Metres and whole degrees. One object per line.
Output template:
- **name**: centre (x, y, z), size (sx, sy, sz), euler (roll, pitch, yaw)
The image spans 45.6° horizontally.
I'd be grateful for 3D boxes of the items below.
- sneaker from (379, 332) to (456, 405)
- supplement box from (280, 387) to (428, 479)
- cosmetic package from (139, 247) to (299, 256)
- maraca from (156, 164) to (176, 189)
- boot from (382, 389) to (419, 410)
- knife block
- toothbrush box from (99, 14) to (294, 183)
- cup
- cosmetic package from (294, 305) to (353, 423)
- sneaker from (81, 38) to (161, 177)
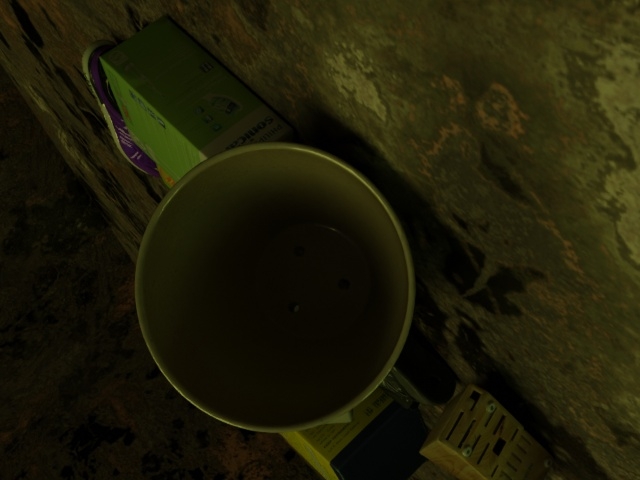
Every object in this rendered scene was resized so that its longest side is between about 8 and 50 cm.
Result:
- **sneaker**: centre (0.096, 0.164, 1.172), size (0.227, 0.087, 0.130), euler (46, 156, -5)
- **supplement box**: centre (0.025, 0.348, 1.545), size (0.357, 0.194, 0.195), euler (32, 155, 46)
- **cosmetic package**: centre (-0.150, 0.046, 1.304), size (0.138, 0.225, 0.224), euler (41, 160, 33)
- **maraca**: centre (-0.231, -0.154, 1.287), size (0.185, 0.127, 0.099), euler (54, -165, 11)
- **boot**: centre (0.117, 0.221, 1.285), size (0.137, 0.077, 0.198), euler (40, 173, 17)
- **knife block**: centre (0.192, 0.282, 1.093), size (0.276, 0.088, 0.242), euler (44, 160, -32)
- **toothbrush box**: centre (-0.171, -0.155, 1.115), size (0.283, 0.122, 0.206), euler (44, 161, 21)
- **cup**: centre (-0.033, 0.056, 0.975), size (0.331, 0.331, 0.237), euler (47, -172, 10)
- **cosmetic package**: centre (-0.015, 0.180, 1.305), size (0.309, 0.113, 0.160), euler (76, -169, -50)
- **sneaker**: centre (-0.328, -0.220, 1.398), size (0.146, 0.102, 0.293), euler (29, 153, 47)
